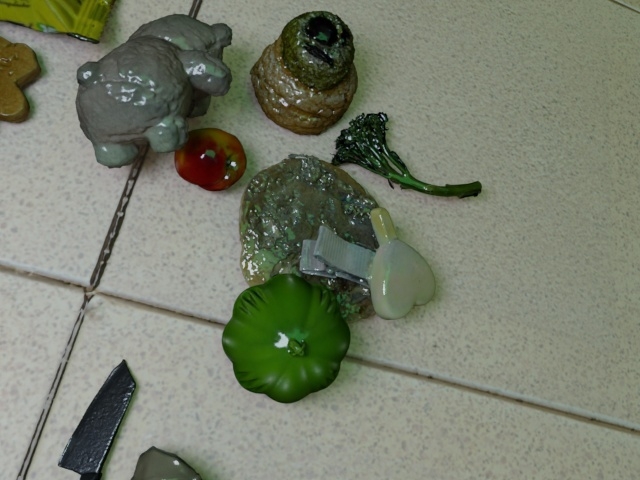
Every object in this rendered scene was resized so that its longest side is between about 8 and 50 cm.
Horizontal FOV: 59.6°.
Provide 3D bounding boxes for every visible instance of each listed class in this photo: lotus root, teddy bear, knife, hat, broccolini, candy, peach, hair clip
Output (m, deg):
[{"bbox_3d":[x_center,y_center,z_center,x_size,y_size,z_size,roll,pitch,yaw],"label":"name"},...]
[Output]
[{"bbox_3d":[-0.037,0.132,0.720,0.186,0.186,0.186,6,69,-17],"label":"lotus root"},{"bbox_3d":[-0.234,-0.222,0.794,0.267,0.236,0.151,-72,147,-55],"label":"teddy bear"},{"bbox_3d":[-0.286,0.258,0.692,0.060,0.028,0.230,14,63,4],"label":"knife"},{"bbox_3d":[-0.201,0.350,0.652,0.147,0.085,0.175,43,63,0],"label":"hat"},{"bbox_3d":[0.155,-0.145,0.967,0.272,0.062,0.123,18,81,-6],"label":"broccolini"},{"bbox_3d":[-0.464,-0.380,0.827,0.297,0.081,0.187,12,49,-16],"label":"candy"},{"bbox_3d":[-0.166,-0.123,0.836,0.101,0.101,0.100,6,69,-17],"label":"peach"},{"bbox_3d":[0.082,0.032,0.829,0.219,0.071,0.159,21,72,-22],"label":"hair clip"}]

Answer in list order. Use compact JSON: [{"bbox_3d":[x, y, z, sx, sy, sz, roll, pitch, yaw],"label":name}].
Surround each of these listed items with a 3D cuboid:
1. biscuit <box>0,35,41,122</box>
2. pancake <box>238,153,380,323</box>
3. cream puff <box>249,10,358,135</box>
[{"bbox_3d":[-0.510,-0.198,0.776,0.184,0.035,0.248,25,65,-8],"label":"biscuit"},{"bbox_3d":[0.000,0.000,0.866,0.283,0.049,0.282,7,72,-20],"label":"pancake"},{"bbox_3d":[-0.011,-0.283,0.902,0.184,0.169,0.183,7,69,-18],"label":"cream puff"}]
